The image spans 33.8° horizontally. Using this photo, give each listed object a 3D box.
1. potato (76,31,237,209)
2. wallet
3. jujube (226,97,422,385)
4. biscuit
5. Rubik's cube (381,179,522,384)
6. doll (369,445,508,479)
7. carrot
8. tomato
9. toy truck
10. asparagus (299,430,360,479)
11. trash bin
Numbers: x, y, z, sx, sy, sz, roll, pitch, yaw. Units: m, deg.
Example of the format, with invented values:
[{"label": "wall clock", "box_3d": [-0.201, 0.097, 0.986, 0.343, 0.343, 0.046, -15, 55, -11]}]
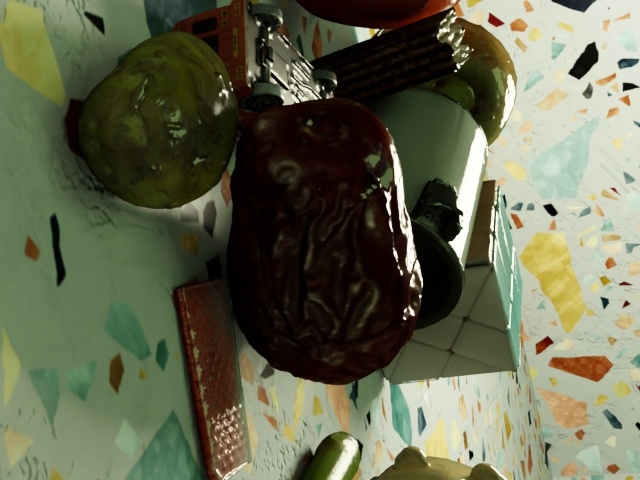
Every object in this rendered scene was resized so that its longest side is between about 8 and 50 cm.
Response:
[{"label": "potato", "box_3d": [-0.128, -0.107, 0.923, 0.251, 0.113, 0.149, -43, 129, -70]}, {"label": "wallet", "box_3d": [-0.104, 0.137, 1.049, 0.103, 0.020, 0.196, -15, 97, -73]}, {"label": "jujube", "box_3d": [0.000, 0.000, 1.060, 0.342, 0.216, 0.216, 83, 10, -53]}, {"label": "biscuit", "box_3d": [0.078, -0.230, 1.398, 0.070, 0.252, 0.106, 66, 25, -17]}, {"label": "Rubik's cube", "box_3d": [0.192, 0.064, 1.677, 0.225, 0.221, 0.231, -74, 151, -53]}, {"label": "doll", "box_3d": [0.145, 0.457, 1.371, 0.247, 0.247, 0.350, 49, 52, -60]}, {"label": "carrot", "box_3d": [0.186, -0.253, 1.691, 0.341, 0.224, 0.224, -98, 175, -74]}, {"label": "tomato", "box_3d": [0.064, -0.411, 1.458, 0.298, 0.226, 0.299, 27, 46, -31]}, {"label": "toy truck", "box_3d": [-0.062, -0.161, 1.158, 0.252, 0.114, 0.107, 37, 47, -64]}, {"label": "asparagus", "box_3d": [-0.010, 0.304, 1.209, 0.060, 0.067, 0.278, 42, 21, 1]}, {"label": "trash bin", "box_3d": [0.102, -0.044, 1.412, 0.217, 0.277, 0.262, 36, 44, -16]}]
